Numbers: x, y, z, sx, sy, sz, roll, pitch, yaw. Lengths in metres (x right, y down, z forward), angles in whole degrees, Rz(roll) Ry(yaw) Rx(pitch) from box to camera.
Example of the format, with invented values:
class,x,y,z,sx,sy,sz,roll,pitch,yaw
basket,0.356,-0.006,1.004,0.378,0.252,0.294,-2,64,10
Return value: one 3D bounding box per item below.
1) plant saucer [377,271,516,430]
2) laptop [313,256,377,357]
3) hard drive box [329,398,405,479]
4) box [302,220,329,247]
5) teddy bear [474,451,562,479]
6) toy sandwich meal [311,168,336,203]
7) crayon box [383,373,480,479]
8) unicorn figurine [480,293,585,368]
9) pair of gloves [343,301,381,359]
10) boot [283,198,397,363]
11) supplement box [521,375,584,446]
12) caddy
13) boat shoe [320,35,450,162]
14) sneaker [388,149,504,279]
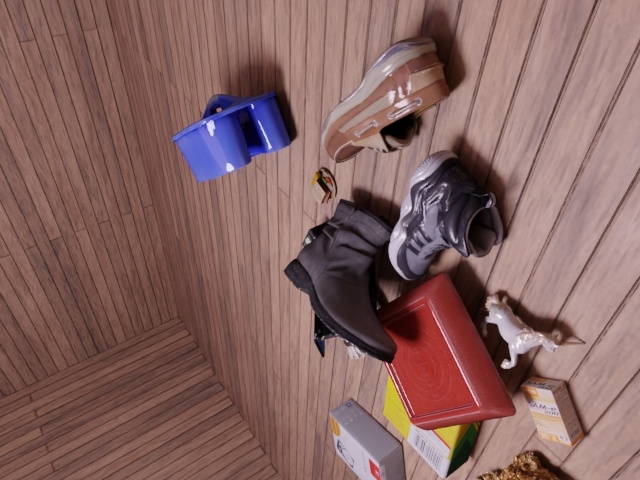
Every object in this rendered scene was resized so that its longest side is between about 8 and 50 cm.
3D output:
class,x,y,z,sx,sy,sz,roll,pitch,yaw
plant saucer,0.195,0.221,0.935,0.259,0.047,0.259,-45,65,55
laptop,0.057,0.121,1.154,0.264,0.136,0.235,-23,56,39
hard drive box,0.135,0.605,1.477,0.232,0.089,0.181,28,136,50
box,0.000,0.000,1.257,0.052,0.062,0.083,57,152,16
teddy bear,0.341,0.546,0.952,0.112,0.245,0.338,13,144,3
toy sandwich meal,0.004,-0.125,1.183,0.085,0.029,0.086,42,145,39
crayon box,0.236,0.317,1.057,0.202,0.081,0.319,41,142,41
unicorn figurine,0.313,0.151,0.811,0.162,0.060,0.111,47,148,33
pair of gloves,0.090,0.196,1.245,0.204,0.042,0.240,65,153,2
boot,0.075,0.057,0.982,0.118,0.223,0.338,34,-173,-48
supplement box,0.376,0.276,0.825,0.062,0.036,0.099,-16,97,63
caddy,-0.228,-0.272,1.257,0.341,0.241,0.179,2,118,60
boat shoe,0.099,-0.200,0.856,0.117,0.123,0.324,61,155,5
sneaker,0.204,-0.002,0.837,0.153,0.101,0.269,48,146,36
